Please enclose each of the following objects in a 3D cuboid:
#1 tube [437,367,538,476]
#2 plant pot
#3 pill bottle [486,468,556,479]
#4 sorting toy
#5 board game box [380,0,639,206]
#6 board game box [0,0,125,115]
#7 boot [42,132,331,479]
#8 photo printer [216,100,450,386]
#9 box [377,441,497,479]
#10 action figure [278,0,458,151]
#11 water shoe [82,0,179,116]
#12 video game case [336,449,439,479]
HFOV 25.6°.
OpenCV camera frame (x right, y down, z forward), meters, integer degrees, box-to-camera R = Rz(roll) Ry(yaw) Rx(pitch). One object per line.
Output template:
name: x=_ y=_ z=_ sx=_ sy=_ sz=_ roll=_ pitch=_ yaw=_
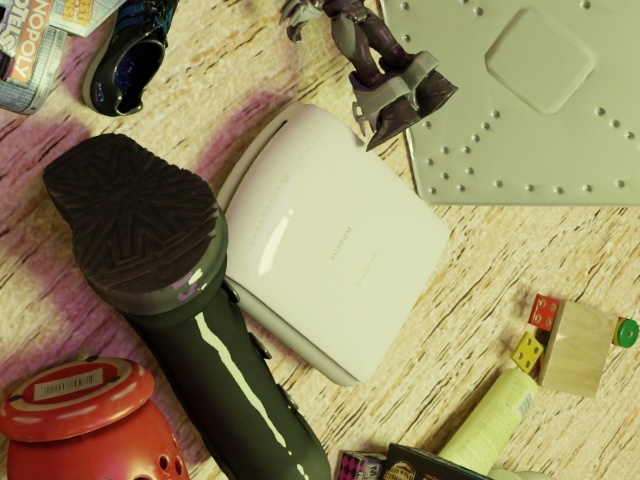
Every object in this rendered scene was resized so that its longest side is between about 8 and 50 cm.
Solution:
tube: x=0.223 y=0.279 z=1.970 sx=0.240 sy=0.070 sz=0.062 roll=-49 pitch=158 yaw=-34
plant pot: x=-0.245 y=0.230 z=1.496 sx=0.191 sy=0.191 sz=0.174 roll=-25 pitch=112 yaw=-34
pill bottle: x=0.329 y=0.451 z=2.047 sx=0.323 sy=0.181 sz=0.181 roll=40 pitch=74 yaw=-39
sorting toy: x=0.367 y=0.158 z=2.099 sx=0.275 sy=0.046 sz=0.132 roll=16 pitch=90 yaw=-42
board game box: x=0.274 y=-0.226 z=1.717 sx=0.050 sy=0.390 sz=0.389 roll=-46 pitch=130 yaw=-51
board game box: x=-0.301 y=-0.229 z=1.423 sx=0.194 sy=0.060 sz=0.194 roll=16 pitch=89 yaw=-41
boot: x=-0.113 y=0.132 z=1.485 sx=0.146 sy=0.367 sz=0.445 roll=-27 pitch=120 yaw=-7
photo printer: x=0.000 y=0.000 z=1.705 sx=0.307 sy=0.107 sz=0.256 roll=43 pitch=72 yaw=-39
box: x=0.158 y=0.433 z=1.761 sx=0.073 sy=0.296 sz=0.293 roll=21 pitch=85 yaw=-40
action figure: x=0.034 y=-0.256 z=1.645 sx=0.185 sy=0.099 sz=0.285 roll=-32 pitch=91 yaw=-45
water shoe: x=-0.184 y=-0.224 z=1.511 sx=0.073 sy=0.080 sz=0.203 roll=24 pitch=84 yaw=-42
video game case: x=0.090 y=0.405 z=1.923 sx=0.210 sy=0.042 sz=0.232 roll=11 pitch=93 yaw=-43
